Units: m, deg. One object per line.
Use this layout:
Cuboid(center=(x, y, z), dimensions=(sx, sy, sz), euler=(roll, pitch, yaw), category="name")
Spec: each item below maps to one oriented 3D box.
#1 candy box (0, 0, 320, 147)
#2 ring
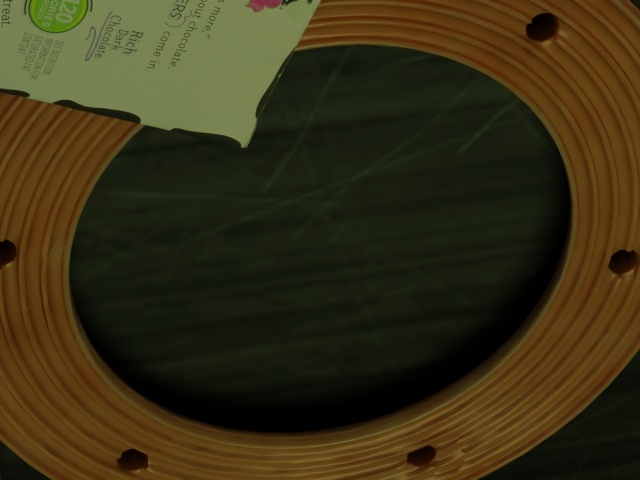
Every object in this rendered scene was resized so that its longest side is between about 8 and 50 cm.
Cuboid(center=(-0.086, -0.129, 0.647), dimensions=(0.196, 0.070, 0.165), euler=(13, 131, -22), category="candy box")
Cuboid(center=(0.000, 0.000, 0.850), dimensions=(0.336, 0.032, 0.337), euler=(-7, 130, -8), category="ring")
